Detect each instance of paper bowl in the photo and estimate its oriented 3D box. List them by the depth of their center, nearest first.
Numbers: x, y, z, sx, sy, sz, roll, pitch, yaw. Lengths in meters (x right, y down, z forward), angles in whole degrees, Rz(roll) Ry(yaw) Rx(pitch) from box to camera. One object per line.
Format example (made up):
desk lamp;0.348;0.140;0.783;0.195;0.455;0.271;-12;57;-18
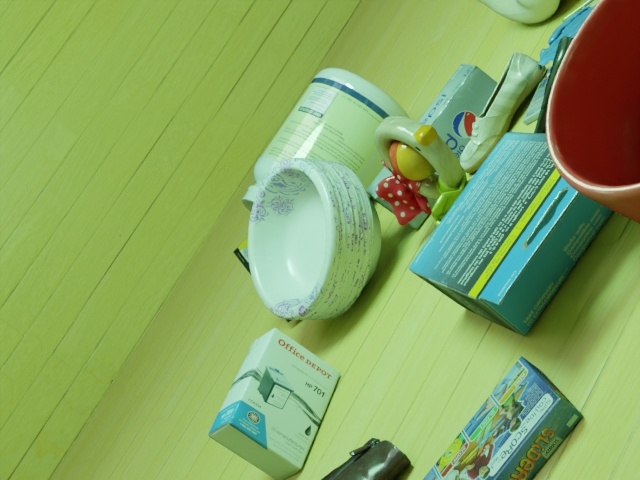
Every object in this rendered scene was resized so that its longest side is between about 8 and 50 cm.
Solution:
paper bowl;0.000;0.000;2.033;0.284;0.148;0.284;-10;78;56

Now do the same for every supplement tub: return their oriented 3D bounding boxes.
supplement tub;0.012;-0.158;2.326;0.325;0.235;0.235;-56;14;-10

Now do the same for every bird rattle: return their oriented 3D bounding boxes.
bird rattle;0.165;-0.118;1.805;0.143;0.207;0.253;-41;31;-11

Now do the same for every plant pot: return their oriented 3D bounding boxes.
plant pot;0.366;-0.097;0.957;0.275;0.243;0.275;-39;32;31

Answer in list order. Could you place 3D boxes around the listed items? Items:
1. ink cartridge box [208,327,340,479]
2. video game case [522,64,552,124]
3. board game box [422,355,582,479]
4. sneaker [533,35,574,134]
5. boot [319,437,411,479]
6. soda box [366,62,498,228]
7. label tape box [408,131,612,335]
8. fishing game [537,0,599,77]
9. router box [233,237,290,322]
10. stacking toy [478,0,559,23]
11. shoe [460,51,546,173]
ink cartridge box;-0.070;0.257;1.814;0.082;0.139;0.191;-38;21;51
video game case;0.371;-0.245;1.831;0.087;0.011;0.122;-31;27;59
board game box;0.188;0.234;1.250;0.201;0.035;0.136;-52;14;7
sneaker;0.365;-0.179;1.575;0.227;0.130;0.087;96;-167;-58
boot;0.010;0.350;1.518;0.207;0.090;0.248;-46;10;-18
soda box;0.207;-0.164;1.993;0.286;0.098;0.091;-54;15;4
label tape box;0.264;-0.011;1.434;0.241;0.106;0.333;-54;14;-2
fishing game;0.419;-0.329;1.798;0.189;0.041;0.264;-37;13;27
router box;-0.071;0.053;2.219;0.046;0.179;0.133;-34;-5;-46
stacking toy;0.452;-0.659;2.089;0.480;0.351;0.350;-39;12;-9
shoe;0.289;-0.213;1.909;0.219;0.058;0.076;-57;12;5
